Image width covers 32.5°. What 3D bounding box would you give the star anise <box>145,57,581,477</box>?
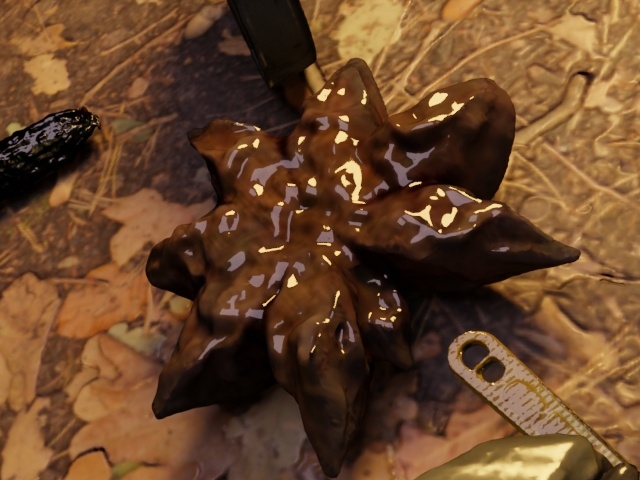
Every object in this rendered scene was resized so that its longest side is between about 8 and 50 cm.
[{"bbox_3d":[0.011,0.010,0.733,0.315,0.108,0.315,-12,52,16],"label":"star anise"}]

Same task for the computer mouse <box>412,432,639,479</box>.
[{"bbox_3d":[0.035,0.283,0.524,0.228,0.145,0.429,32,66,34],"label":"computer mouse"}]

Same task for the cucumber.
[{"bbox_3d":[-0.267,-0.062,0.935,0.181,0.053,0.053,-28,52,1],"label":"cucumber"}]

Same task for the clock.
[{"bbox_3d":[-0.067,-0.229,0.850,0.049,0.226,0.226,-26,52,0],"label":"clock"}]

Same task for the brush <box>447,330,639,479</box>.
[{"bbox_3d":[0.157,0.127,0.619,0.082,0.010,0.218,-43,70,-9],"label":"brush"}]
